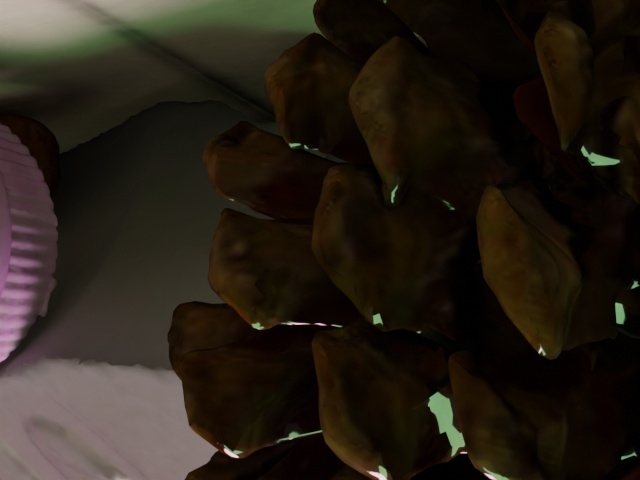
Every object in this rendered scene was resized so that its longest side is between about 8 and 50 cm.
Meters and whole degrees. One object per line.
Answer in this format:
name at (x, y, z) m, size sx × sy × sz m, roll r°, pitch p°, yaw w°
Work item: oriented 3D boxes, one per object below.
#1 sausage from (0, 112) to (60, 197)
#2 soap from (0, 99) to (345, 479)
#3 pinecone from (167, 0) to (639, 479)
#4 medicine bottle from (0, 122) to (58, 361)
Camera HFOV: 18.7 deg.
sausage at (-0.229, -0.031, 1.207) m, size 0.076 × 0.076 × 0.197 m, roll 0°, pitch 170°, yaw -41°
soap at (-0.071, 0.114, 1.203) m, size 0.435 × 0.350 × 0.213 m, roll -22°, pitch -152°, yaw 47°
pinecone at (0.096, 0.027, 0.851) m, size 0.384 × 0.384 × 0.384 m, roll -7°, pitch 172°, yaw -1°
medicine bottle at (-0.269, -0.009, 0.952) m, size 0.178 × 0.178 × 0.291 m, roll -10°, pitch 172°, yaw 19°
